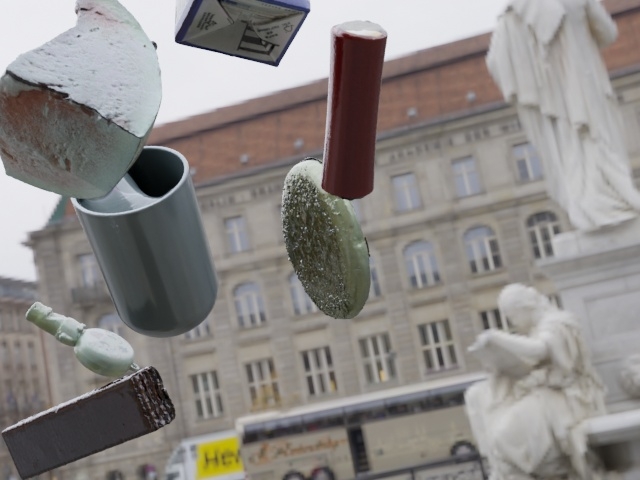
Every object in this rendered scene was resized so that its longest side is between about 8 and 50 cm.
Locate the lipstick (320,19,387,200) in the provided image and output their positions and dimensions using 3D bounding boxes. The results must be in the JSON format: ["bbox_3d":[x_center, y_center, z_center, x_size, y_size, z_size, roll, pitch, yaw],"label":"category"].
[{"bbox_3d":[0.044,-0.176,1.425,0.080,0.241,0.080,4,28,-2],"label":"lipstick"}]

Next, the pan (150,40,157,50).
[{"bbox_3d":[-0.406,-0.355,2.242,0.028,0.235,0.136,-3,-48,24],"label":"pan"}]

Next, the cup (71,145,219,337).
[{"bbox_3d":[-0.301,0.012,1.851,0.205,0.205,0.312,-11,-53,0],"label":"cup"}]

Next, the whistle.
[{"bbox_3d":[-0.490,0.210,2.151,0.258,0.067,0.126,31,15,-1],"label":"whistle"}]

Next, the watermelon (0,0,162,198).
[{"bbox_3d":[-0.360,-0.184,1.407,0.289,0.320,0.213,-30,-31,31],"label":"watermelon"}]

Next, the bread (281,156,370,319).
[{"bbox_3d":[0.000,0.000,1.662,0.040,0.267,0.267,-16,-7,-24],"label":"bread"}]

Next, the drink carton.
[{"bbox_3d":[-0.096,-0.359,1.204,0.130,0.315,0.106,10,-35,-23],"label":"drink carton"}]

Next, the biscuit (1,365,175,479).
[{"bbox_3d":[-0.425,0.335,1.890,0.388,0.107,0.073,-25,-1,32],"label":"biscuit"}]
